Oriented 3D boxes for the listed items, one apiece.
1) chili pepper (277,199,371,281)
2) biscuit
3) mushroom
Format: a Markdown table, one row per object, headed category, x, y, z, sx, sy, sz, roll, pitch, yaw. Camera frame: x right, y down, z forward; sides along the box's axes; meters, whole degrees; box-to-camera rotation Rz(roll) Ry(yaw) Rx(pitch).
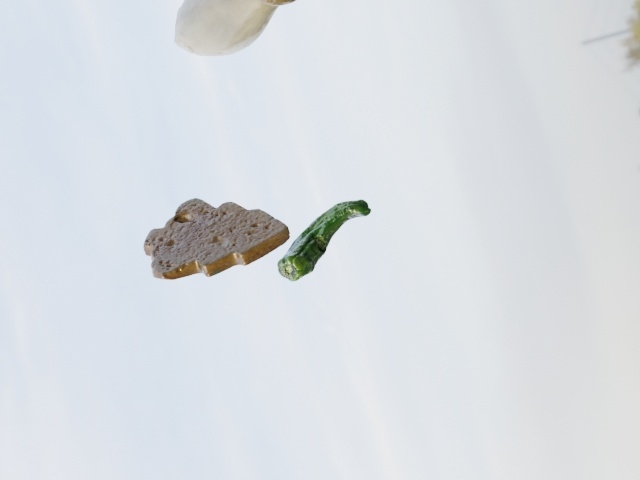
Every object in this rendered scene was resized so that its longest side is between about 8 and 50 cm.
| category | x | y | z | sx | sy | sz | roll | pitch | yaw |
| --- | --- | --- | --- | --- | --- | --- | --- | --- | --- |
| chili pepper | -0.001 | 0.000 | 2.018 | 0.050 | 0.073 | 0.182 | 48 | -117 | -8 |
| biscuit | -0.089 | 0.001 | 1.143 | 0.119 | 0.130 | 0.019 | -73 | -25 | -53 |
| mushroom | -0.141 | -0.381 | 2.155 | 0.128 | 0.350 | 0.128 | 9 | -106 | -32 |
